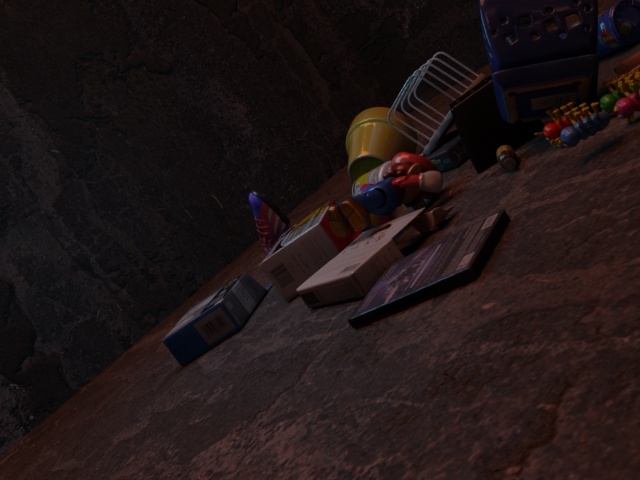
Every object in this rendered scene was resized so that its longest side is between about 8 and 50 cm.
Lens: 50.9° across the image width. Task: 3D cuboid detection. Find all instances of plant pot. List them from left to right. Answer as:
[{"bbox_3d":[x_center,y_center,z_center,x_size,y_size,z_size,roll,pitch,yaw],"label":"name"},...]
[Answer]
[{"bbox_3d":[0.199,-0.300,2.371,0.254,0.254,0.239,-30,26,39],"label":"plant pot"},{"bbox_3d":[0.417,-0.300,1.653,0.187,0.167,0.188,-34,8,18],"label":"plant pot"},{"bbox_3d":[0.471,-0.385,1.425,0.235,0.212,0.236,-6,-18,18],"label":"plant pot"}]

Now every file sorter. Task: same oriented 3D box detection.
[{"bbox_3d":[0.342,-0.422,2.014,0.278,0.173,0.193,-48,-10,-51],"label":"file sorter"}]

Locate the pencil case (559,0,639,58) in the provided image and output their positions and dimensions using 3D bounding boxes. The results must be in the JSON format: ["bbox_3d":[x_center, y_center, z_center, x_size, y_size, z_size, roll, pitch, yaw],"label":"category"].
[{"bbox_3d":[0.753,-0.560,1.828,0.133,0.119,0.306,-62,12,-6],"label":"pencil case"}]

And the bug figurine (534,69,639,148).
[{"bbox_3d":[0.510,-0.235,1.236,0.216,0.072,0.279,-28,6,15],"label":"bug figurine"}]

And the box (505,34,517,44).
[{"bbox_3d":[0.651,-0.600,2.236,0.045,0.191,0.184,-35,9,0],"label":"box"}]

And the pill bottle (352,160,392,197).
[{"bbox_3d":[0.194,-0.167,2.012,0.117,0.117,0.215,-42,10,-30],"label":"pill bottle"}]

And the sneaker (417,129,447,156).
[{"bbox_3d":[0.357,-0.272,2.122,0.170,0.071,0.068,-55,9,-10],"label":"sneaker"}]

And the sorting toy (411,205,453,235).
[{"bbox_3d":[0.247,-0.050,1.437,0.075,0.045,0.083,-33,4,-30],"label":"sorting toy"}]

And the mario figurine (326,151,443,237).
[{"bbox_3d":[0.181,-0.092,1.637,0.320,0.170,0.198,-31,41,-31],"label":"mario figurine"}]

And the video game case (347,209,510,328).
[{"bbox_3d":[0.187,0.052,1.173,0.274,0.026,0.196,-31,10,42],"label":"video game case"}]

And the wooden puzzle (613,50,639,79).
[{"bbox_3d":[0.718,-0.394,1.371,0.221,0.044,0.238,-34,4,25],"label":"wooden puzzle"}]

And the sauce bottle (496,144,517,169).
[{"bbox_3d":[0.407,-0.178,1.463,0.042,0.042,0.128,-34,11,18],"label":"sauce bottle"}]

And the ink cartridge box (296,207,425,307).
[{"bbox_3d":[0.096,0.044,1.476,0.239,0.060,0.275,-38,7,-27],"label":"ink cartridge box"}]

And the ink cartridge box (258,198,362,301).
[{"bbox_3d":[0.000,0.000,1.868,0.271,0.130,0.309,-34,8,14],"label":"ink cartridge box"}]

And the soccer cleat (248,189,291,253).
[{"bbox_3d":[-0.146,-0.022,2.079,0.116,0.318,0.108,-42,42,-9],"label":"soccer cleat"}]

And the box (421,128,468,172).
[{"bbox_3d":[0.388,-0.269,1.967,0.183,0.059,0.232,-41,8,-17],"label":"box"}]

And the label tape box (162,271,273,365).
[{"bbox_3d":[-0.305,0.213,2.051,0.240,0.106,0.334,-33,9,21],"label":"label tape box"}]

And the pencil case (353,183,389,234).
[{"bbox_3d":[0.134,-0.088,1.844,0.104,0.104,0.236,-35,11,13],"label":"pencil case"}]
